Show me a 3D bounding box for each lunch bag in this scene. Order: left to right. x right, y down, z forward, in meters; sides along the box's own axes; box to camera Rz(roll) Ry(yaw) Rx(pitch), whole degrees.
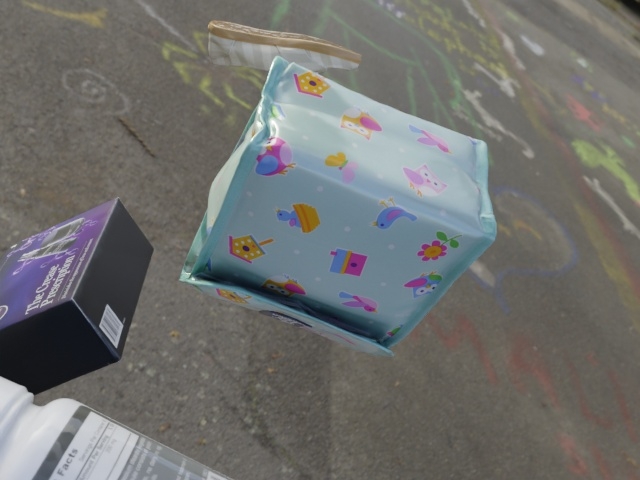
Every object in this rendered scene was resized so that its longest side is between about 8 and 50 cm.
[{"bbox_3d":[0.000,0.000,0.670,0.223,0.262,0.160,21,43,-14],"label":"lunch bag"}]

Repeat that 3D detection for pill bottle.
[{"bbox_3d":[-0.214,0.247,0.660,0.283,0.161,0.161,29,35,-7],"label":"pill bottle"}]

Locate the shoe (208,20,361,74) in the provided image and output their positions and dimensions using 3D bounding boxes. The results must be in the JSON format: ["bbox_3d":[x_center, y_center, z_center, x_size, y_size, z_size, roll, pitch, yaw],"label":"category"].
[{"bbox_3d":[-0.052,-0.262,1.017,0.218,0.058,0.076,10,21,-2],"label":"shoe"}]

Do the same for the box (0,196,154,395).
[{"bbox_3d":[-0.331,0.072,0.905,0.103,0.184,0.261,60,10,-26],"label":"box"}]
